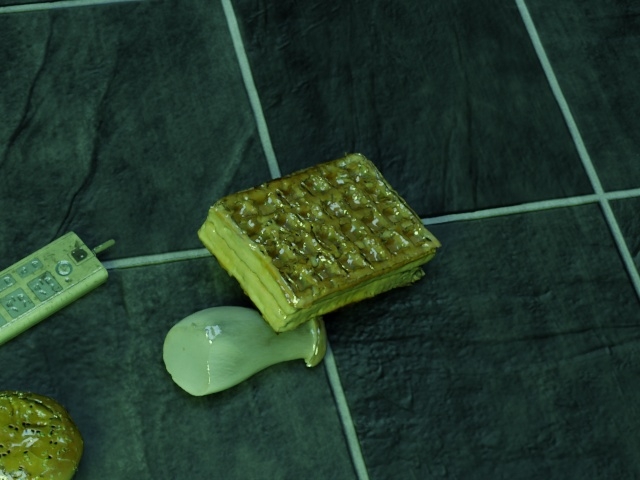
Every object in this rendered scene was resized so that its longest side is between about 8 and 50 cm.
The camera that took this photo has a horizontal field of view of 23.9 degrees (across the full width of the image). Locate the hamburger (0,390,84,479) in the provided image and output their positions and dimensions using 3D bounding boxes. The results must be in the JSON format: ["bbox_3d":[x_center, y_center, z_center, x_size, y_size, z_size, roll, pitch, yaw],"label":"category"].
[{"bbox_3d":[-0.399,0.265,1.938,0.177,0.113,0.185,-22,64,-21],"label":"hamburger"}]

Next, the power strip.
[{"bbox_3d":[-0.398,0.065,2.117,0.268,0.034,0.092,-32,67,-26],"label":"power strip"}]

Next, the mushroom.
[{"bbox_3d":[-0.102,0.140,2.092,0.225,0.093,0.116,-14,86,-28],"label":"mushroom"}]

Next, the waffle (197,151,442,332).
[{"bbox_3d":[0.001,-0.001,2.146,0.308,0.091,0.213,-21,60,-40],"label":"waffle"}]
